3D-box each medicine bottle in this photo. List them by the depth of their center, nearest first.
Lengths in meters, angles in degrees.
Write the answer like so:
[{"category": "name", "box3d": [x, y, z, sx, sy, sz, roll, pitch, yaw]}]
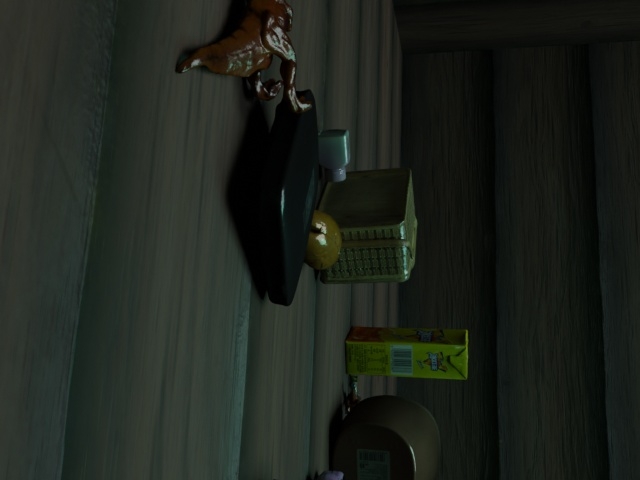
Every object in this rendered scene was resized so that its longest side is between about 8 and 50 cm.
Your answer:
[{"category": "medicine bottle", "box3d": [0.032, -0.204, 1.657, 0.055, 0.074, 0.118, -67, 154, -63]}]

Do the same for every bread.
[{"category": "bread", "box3d": [0.000, 0.000, 1.451, 0.114, 0.077, 0.189, -62, 155, -9]}]

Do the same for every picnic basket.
[{"category": "picnic basket", "box3d": [0.113, -0.029, 1.684, 0.313, 0.228, 0.175, -72, 156, -58]}]

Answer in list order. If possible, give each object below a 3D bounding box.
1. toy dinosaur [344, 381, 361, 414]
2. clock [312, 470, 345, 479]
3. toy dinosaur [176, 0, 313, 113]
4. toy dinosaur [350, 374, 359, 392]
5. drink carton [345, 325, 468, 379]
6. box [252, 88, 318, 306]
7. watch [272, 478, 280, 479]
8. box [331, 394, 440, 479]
[{"category": "toy dinosaur", "box3d": [0.097, 0.466, 2.006, 0.055, 0.049, 0.154, -73, 164, -48]}, {"category": "clock", "box3d": [0.012, 0.630, 1.519, 0.248, 0.090, 0.227, 8, 82, -79]}, {"category": "toy dinosaur", "box3d": [-0.088, -0.282, 1.056, 0.432, 0.097, 0.208, -80, 155, -48]}, {"category": "toy dinosaur", "box3d": [0.104, 0.432, 2.091, 0.041, 0.026, 0.113, 107, -22, -73]}, {"category": "drink carton", "box3d": [0.259, 0.328, 2.048, 0.154, 0.351, 0.111, -44, 133, -73]}, {"category": "box", "box3d": [-0.055, -0.072, 1.189, 0.290, 0.073, 0.289, 88, 10, -50]}, {"category": "watch", "box3d": [-0.015, 0.552, 1.122, 0.274, 0.241, 0.305, 99, -6, -77]}, {"category": "box", "box3d": [0.166, 0.572, 1.829, 0.216, 0.301, 0.301, 6, 84, -71]}]
